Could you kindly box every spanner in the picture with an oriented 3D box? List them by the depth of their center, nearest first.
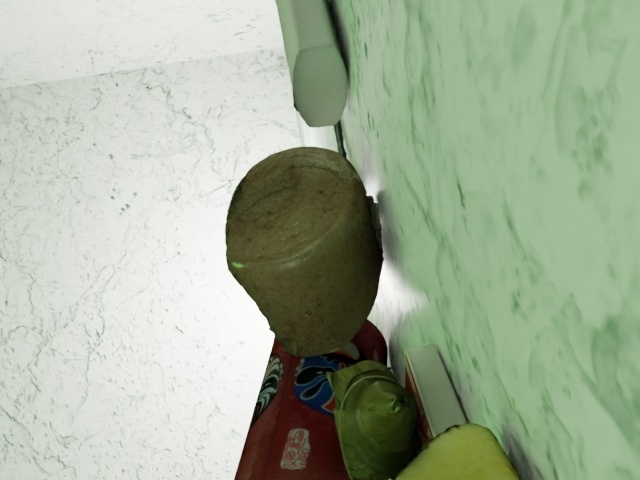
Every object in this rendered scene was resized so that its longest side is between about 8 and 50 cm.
[{"bbox_3d":[0.038,-0.182,1.058,0.093,0.026,0.325,86,175,-73],"label":"spanner"}]

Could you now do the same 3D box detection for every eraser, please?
[{"bbox_3d":[0.122,0.243,0.574,0.157,0.038,0.230,-104,5,-53],"label":"eraser"},{"bbox_3d":[-0.021,-0.347,0.946,0.174,0.095,0.270,85,174,-58],"label":"eraser"}]

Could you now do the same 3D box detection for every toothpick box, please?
[{"bbox_3d":[-0.004,0.280,0.828,0.333,0.204,0.204,-78,-16,-54],"label":"toothpick box"}]

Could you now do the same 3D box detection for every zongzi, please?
[{"bbox_3d":[0.066,0.206,0.535,0.176,0.078,0.160,173,83,-78],"label":"zongzi"}]

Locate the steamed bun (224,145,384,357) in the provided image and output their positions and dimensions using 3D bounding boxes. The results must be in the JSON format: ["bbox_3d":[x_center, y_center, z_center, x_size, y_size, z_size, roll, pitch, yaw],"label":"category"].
[{"bbox_3d":[0.000,0.000,0.823,0.301,0.199,0.251,-89,-24,-52],"label":"steamed bun"}]

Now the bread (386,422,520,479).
[{"bbox_3d":[0.101,0.274,0.364,0.178,0.142,0.266,-30,-66,-48],"label":"bread"}]
